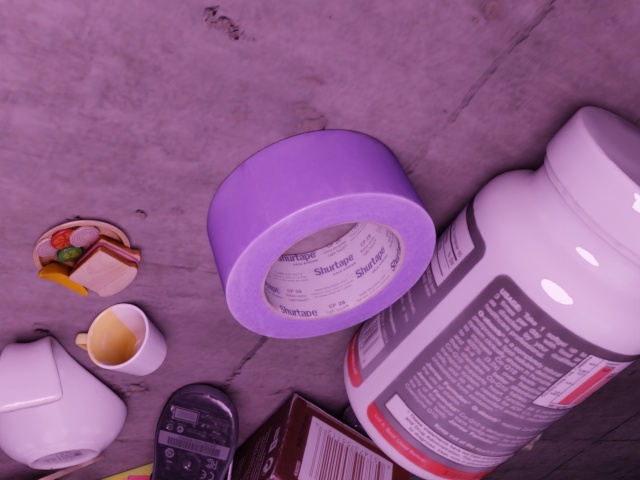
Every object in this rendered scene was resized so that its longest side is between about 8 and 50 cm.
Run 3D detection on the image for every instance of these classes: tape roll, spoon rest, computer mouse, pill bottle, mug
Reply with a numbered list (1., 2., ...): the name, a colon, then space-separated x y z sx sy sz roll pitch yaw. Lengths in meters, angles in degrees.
1. tape roll: 0.000 0.000 0.608 0.189 0.080 0.189 -13 142 -11
2. spoon rest: -0.268 0.165 0.688 0.137 0.084 0.276 -8 153 -16
3. computer mouse: -0.193 0.287 0.818 0.184 0.262 0.060 8 -176 5
4. pill bottle: 0.196 0.064 0.675 0.210 0.210 0.363 9 133 -34
5. mug: -0.185 0.097 0.661 0.062 0.078 0.064 -54 153 -12

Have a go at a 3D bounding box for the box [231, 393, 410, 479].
1. box: -0.066 0.393 0.928 0.191 0.143 0.381 34 123 -11

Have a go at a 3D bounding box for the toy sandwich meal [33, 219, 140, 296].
1. toy sandwich meal: -0.194 0.017 0.571 0.085 0.029 0.086 -14 141 -11

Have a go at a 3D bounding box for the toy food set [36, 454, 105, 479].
1. toy food set: -0.350 0.309 0.784 0.192 0.039 0.132 -26 169 12

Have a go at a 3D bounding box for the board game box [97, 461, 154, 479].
1. board game box: -0.275 0.358 0.885 0.181 0.092 0.043 -16 141 -9

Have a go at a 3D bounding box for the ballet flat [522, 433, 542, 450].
1. ballet flat: 0.354 0.331 1.201 0.052 0.057 0.168 -10 141 0

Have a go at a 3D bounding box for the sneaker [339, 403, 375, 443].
1. sneaker: 0.138 0.293 1.009 0.300 0.111 0.121 21 134 -36
